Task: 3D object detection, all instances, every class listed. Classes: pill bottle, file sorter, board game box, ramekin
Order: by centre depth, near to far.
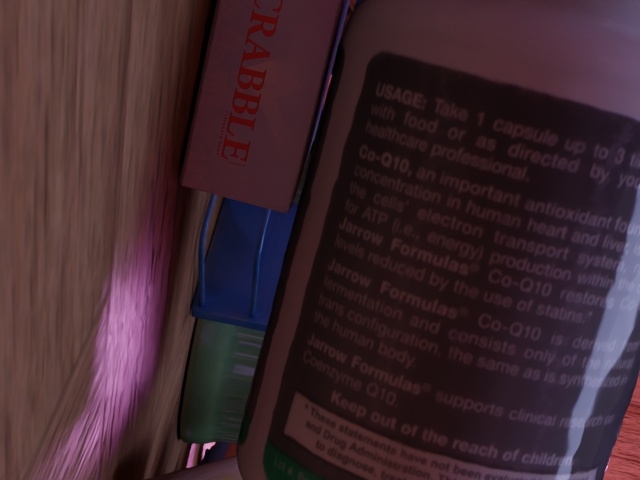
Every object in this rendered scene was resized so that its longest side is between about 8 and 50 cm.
[{"bbox_3d":[0.091,-0.016,0.553,0.204,0.204,0.361,-80,-175,-79],"label":"pill bottle"},{"bbox_3d":[-0.002,-0.208,0.642,0.318,0.066,0.319,-81,-176,-76],"label":"board game box"},{"bbox_3d":[0.000,0.000,0.761,0.104,0.170,0.118,100,2,-55],"label":"file sorter"},{"bbox_3d":[-0.026,0.059,0.975,0.303,0.148,0.303,-167,-90,-89],"label":"ramekin"}]

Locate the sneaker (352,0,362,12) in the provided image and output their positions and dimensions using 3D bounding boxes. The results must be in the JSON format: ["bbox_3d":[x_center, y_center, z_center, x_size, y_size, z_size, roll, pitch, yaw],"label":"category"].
[{"bbox_3d":[0.100,-0.172,0.803,0.296,0.131,0.112,-60,174,-48],"label":"sneaker"}]

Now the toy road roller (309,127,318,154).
[{"bbox_3d":[0.035,-0.020,1.436,0.329,0.240,0.202,-78,-179,-51],"label":"toy road roller"}]

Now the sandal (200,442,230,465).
[{"bbox_3d":[-0.096,0.264,1.339,0.138,0.126,0.317,-66,169,-71],"label":"sandal"}]

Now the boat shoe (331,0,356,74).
[{"bbox_3d":[0.064,-0.110,0.932,0.123,0.123,0.342,-38,-134,18],"label":"boat shoe"}]

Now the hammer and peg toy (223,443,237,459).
[{"bbox_3d":[-0.038,0.285,1.110,0.266,0.127,0.361,-9,-135,42],"label":"hammer and peg toy"}]

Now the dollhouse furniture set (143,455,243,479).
[{"bbox_3d":[-0.059,0.368,0.609,0.394,0.256,0.362,-62,163,2],"label":"dollhouse furniture set"}]
